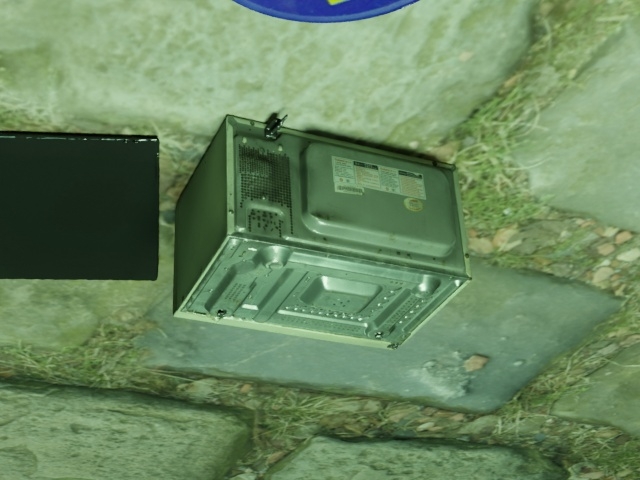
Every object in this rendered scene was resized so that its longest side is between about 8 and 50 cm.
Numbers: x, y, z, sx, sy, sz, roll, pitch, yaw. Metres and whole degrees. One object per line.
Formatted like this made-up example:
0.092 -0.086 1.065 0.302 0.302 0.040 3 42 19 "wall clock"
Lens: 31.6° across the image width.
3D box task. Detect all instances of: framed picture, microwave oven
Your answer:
-0.329 -0.029 1.121 0.338 0.014 0.255 1 148 -7 "framed picture"
0.000 0.000 1.078 0.240 0.145 0.194 11 149 -21 "microwave oven"

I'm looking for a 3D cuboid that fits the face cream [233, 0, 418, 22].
0.008 -0.242 0.708 0.206 0.111 0.206 -3 150 -2 "face cream"
